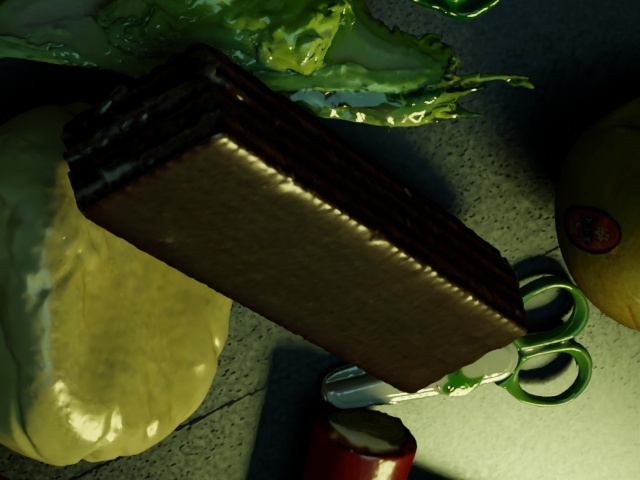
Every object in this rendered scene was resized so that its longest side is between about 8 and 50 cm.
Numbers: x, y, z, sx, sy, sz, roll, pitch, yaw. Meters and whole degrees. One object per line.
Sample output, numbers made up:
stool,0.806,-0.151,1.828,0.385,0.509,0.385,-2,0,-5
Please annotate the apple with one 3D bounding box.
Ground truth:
apple,0.250,-0.021,1.327,0.182,0.182,0.155,-20,110,-8

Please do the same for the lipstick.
lipstick,0.005,0.239,1.415,0.080,0.080,0.241,6,110,-20

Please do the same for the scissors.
scissors,0.100,0.088,1.407,0.204,0.027,0.101,-11,110,-13

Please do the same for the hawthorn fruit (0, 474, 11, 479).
hawthorn fruit,-0.244,0.276,1.223,0.265,0.307,0.265,-5,99,-30

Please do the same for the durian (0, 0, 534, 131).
durian,-0.047,-0.135,1.197,0.375,0.132,0.106,6,106,-1

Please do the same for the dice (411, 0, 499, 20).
dice,0.064,-0.220,1.208,0.128,0.120,0.131,23,102,-24

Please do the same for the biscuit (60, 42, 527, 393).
biscuit,0.000,0.000,1.219,0.107,0.073,0.388,-29,147,22

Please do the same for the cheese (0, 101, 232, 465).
cheese,-0.140,0.025,1.223,0.214,0.117,0.226,-9,107,-51
